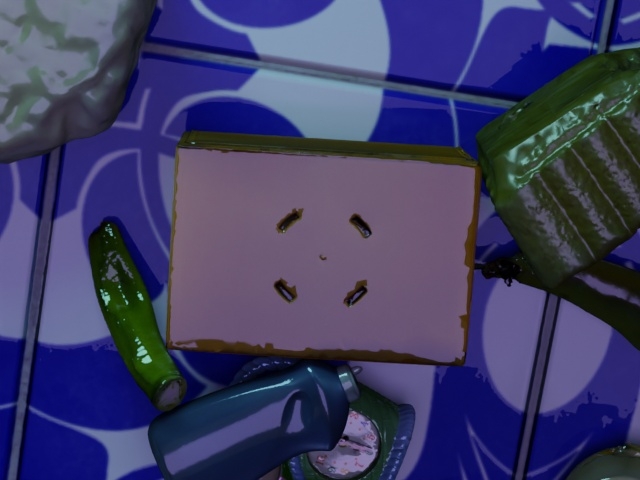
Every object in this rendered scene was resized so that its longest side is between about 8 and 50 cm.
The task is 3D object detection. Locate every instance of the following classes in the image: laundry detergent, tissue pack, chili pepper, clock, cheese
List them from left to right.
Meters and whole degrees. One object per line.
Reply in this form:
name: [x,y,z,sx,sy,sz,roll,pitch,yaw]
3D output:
cheese: [-0.305,-0.228,1.566,0.318,0.115,0.326,-27,99,4]
chili pepper: [-0.176,0.074,1.624,0.052,0.050,0.202,-31,58,7]
laundry detergent: [-0.051,0.168,1.588,0.206,0.061,0.097,-25,96,5]
clock: [-0.027,0.209,1.670,0.195,0.100,0.194,20,97,-8]
tissue pack: [0.000,0.000,1.604,0.274,0.145,0.194,4,103,-3]

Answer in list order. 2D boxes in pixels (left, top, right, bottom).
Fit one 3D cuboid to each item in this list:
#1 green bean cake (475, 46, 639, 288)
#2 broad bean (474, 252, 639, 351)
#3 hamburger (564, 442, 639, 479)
green bean cake: [0.254,-0.084,1.545,0.233,0.236,0.124,-33,100,7]
broad bean: [0.294,0.064,1.668,0.325,0.067,0.075,22,70,-4]
hamburger: [0.300,0.264,1.697,0.126,0.081,0.141,42,110,-7]
